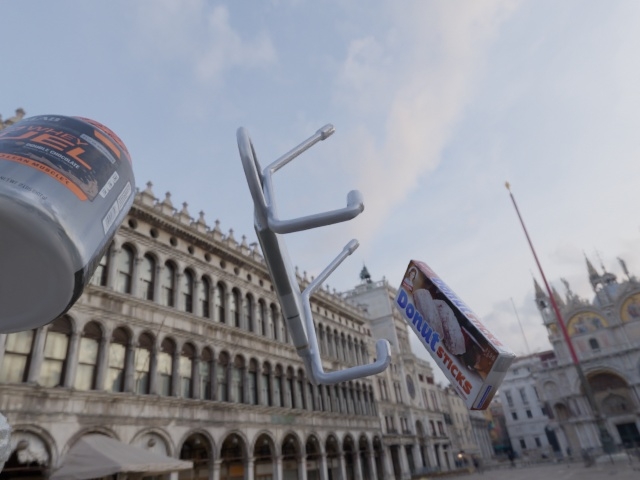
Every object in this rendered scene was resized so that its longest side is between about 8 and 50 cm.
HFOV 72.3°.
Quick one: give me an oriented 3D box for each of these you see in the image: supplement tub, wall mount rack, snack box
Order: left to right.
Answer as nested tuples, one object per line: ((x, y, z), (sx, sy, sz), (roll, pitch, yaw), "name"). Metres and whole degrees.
((-0.389, -0.052, 0.615), (0.207, 0.338, 0.207), (-4, -59, -7), "supplement tub")
((0.000, 0.000, 0.571), (0.131, 0.304, 0.349), (-14, -61, -1), "wall mount rack")
((0.128, 0.088, 0.457), (0.022, 0.178, 0.064), (10, -69, -19), "snack box")

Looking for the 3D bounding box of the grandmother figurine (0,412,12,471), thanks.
((-0.408, 0.104, 0.349), (0.343, 0.104, 0.207), (28, -59, 3), "grandmother figurine")
